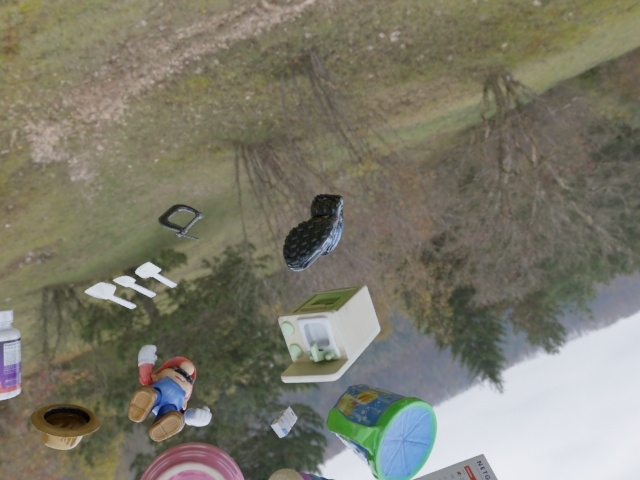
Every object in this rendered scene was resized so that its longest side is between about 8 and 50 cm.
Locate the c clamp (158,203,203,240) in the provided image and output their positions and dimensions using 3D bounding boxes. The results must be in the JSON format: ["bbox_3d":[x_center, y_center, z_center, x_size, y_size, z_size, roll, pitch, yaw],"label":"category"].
[{"bbox_3d":[-0.387,-0.054,1.755,0.161,0.137,0.022,-70,175,-58],"label":"c clamp"}]

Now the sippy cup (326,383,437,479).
[{"bbox_3d":[0.156,0.502,1.660,0.240,0.305,0.224,-43,-145,-24],"label":"sippy cup"}]

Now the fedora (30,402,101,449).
[{"bbox_3d":[-0.707,0.520,1.693,0.194,0.194,0.079,3,106,-70],"label":"fedora"}]

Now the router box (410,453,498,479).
[{"bbox_3d":[0.282,0.654,1.272,0.301,0.335,0.082,-16,133,-8],"label":"router box"}]

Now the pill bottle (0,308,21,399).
[{"bbox_3d":[-0.732,0.253,1.377,0.108,0.193,0.108,-1,180,0],"label":"pill bottle"}]

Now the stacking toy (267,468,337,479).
[{"bbox_3d":[0.026,0.611,1.417,0.141,0.141,0.330,-33,140,33],"label":"stacking toy"}]

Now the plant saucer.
[{"bbox_3d":[-0.388,0.782,1.838,0.332,0.332,0.084,-25,179,-9],"label":"plant saucer"}]

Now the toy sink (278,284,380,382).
[{"bbox_3d":[0.008,0.203,1.386,0.152,0.131,0.234,-11,-166,34],"label":"toy sink"}]

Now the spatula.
[{"bbox_3d":[-0.455,0.114,1.509,0.168,0.019,0.242,-29,165,-3],"label":"spatula"}]

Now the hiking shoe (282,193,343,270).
[{"bbox_3d":[0.000,0.000,1.600,0.113,0.132,0.304,4,-145,24],"label":"hiking shoe"}]

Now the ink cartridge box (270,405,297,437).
[{"bbox_3d":[-0.106,0.533,1.807,0.028,0.048,0.083,-31,-173,31],"label":"ink cartridge box"}]

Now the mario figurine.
[{"bbox_3d":[-0.361,0.352,1.496,0.170,0.198,0.320,-11,-175,-5],"label":"mario figurine"}]
